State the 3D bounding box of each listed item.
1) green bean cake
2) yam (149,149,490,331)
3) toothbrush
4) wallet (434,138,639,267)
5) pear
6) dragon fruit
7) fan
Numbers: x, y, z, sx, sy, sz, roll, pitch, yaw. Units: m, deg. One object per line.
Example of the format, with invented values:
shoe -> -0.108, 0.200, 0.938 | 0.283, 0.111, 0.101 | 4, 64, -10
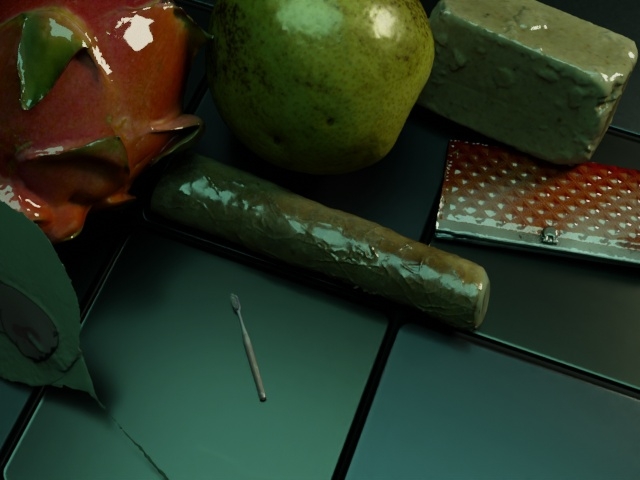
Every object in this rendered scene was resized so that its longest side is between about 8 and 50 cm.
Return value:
green bean cake -> 0.178, -0.149, 0.855 | 0.179, 0.109, 0.085 | 28, 47, 14
yam -> 0.000, 0.000, 0.808 | 0.300, 0.066, 0.066 | 22, 64, 10
toothbrush -> -0.060, 0.087, 0.790 | 0.006, 0.008, 0.097 | -21, 64, 4
wallet -> 0.205, -0.033, 0.852 | 0.196, 0.020, 0.103 | 9, 59, 5
pear -> -0.011, -0.157, 0.812 | 0.197, 0.197, 0.197 | 0, 62, -1
dragon fruit -> -0.209, -0.114, 0.778 | 0.224, 0.224, 0.227 | 37, 88, 17
fan -> -0.204, 0.089, 0.728 | 0.310, 0.182, 0.010 | 47, 39, 1
